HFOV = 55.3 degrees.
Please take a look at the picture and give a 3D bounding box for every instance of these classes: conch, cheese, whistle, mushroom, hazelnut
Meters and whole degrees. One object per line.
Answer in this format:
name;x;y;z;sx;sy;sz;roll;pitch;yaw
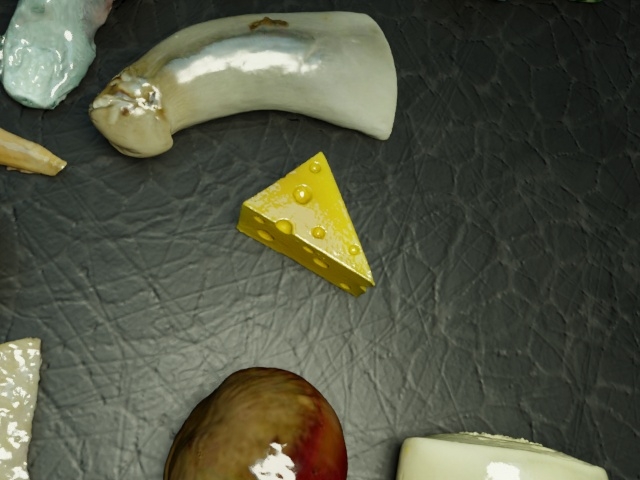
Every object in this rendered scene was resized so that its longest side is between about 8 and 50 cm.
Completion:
conch;-0.463;-0.152;0.709;0.331;0.093;0.109;23;69;-4
cheese;0.000;0.000;0.761;0.126;0.093;0.171;-37;84;-21
whistle;-0.318;-0.335;0.789;0.189;0.189;0.347;22;91;-5
mushroom;-0.095;-0.208;0.794;0.397;0.126;0.177;-8;83;-18
hazelnut;-0.052;0.245;0.633;0.208;0.208;0.208;4;72;-11

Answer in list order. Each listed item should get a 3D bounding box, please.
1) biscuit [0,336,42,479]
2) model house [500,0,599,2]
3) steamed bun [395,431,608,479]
biscuit;-0.357;0.222;0.619;0.133;0.032;0.249;8;70;-36
model house;0.318;-0.558;0.853;0.343;0.382;0.334;-19;75;-22
steamed bun;0.206;0.317;0.669;0.250;0.155;0.199;10;70;-6
